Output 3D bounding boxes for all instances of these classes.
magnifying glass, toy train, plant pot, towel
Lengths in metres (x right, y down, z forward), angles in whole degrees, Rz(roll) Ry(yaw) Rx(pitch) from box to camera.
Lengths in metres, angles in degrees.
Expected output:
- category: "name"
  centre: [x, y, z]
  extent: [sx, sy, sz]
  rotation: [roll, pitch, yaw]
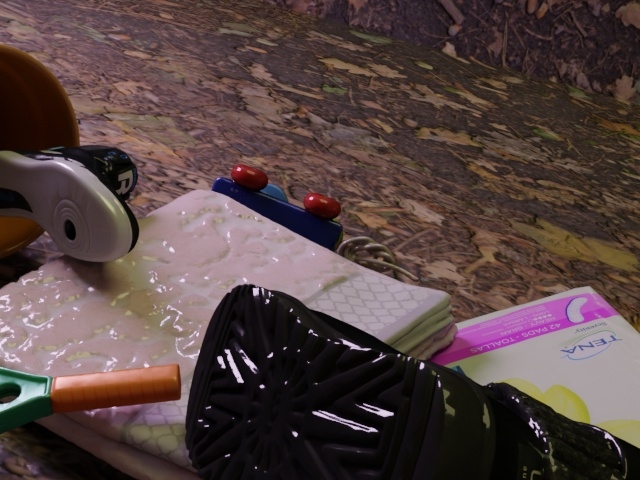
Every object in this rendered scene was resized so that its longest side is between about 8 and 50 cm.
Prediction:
- category: "magnifying glass"
  centre: [-0.216, 0.113, 0.931]
  extent: [0.230, 0.026, 0.092]
  rotation: [-4, 34, -2]
- category: "toy train"
  centre: [0.000, 0.000, 1.459]
  extent: [0.248, 0.105, 0.143]
  rotation: [22, 7, 9]
- category: "plant pot"
  centre: [-0.369, -0.096, 1.258]
  extent: [0.205, 0.205, 0.188]
  rotation: [0, 11, -42]
- category: "towel"
  centre: [-0.098, 0.070, 1.076]
  extent: [0.317, 0.053, 0.332]
  rotation: [22, 34, 31]

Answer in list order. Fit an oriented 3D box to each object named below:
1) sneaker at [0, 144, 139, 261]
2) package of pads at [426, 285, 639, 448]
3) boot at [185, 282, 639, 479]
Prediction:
- category: "sneaker"
  centre: [-0.196, -0.045, 1.149]
  extent: [0.121, 0.079, 0.217]
  rotation: [-14, 25, -41]
- category: "package of pads"
  centre: [0.188, 0.160, 1.055]
  extent: [0.229, 0.101, 0.296]
  rotation: [-15, 27, -9]
- category: "boot"
  centre: [0.080, 0.140, 0.820]
  extent: [0.260, 0.131, 0.348]
  rotation: [20, 0, -30]
